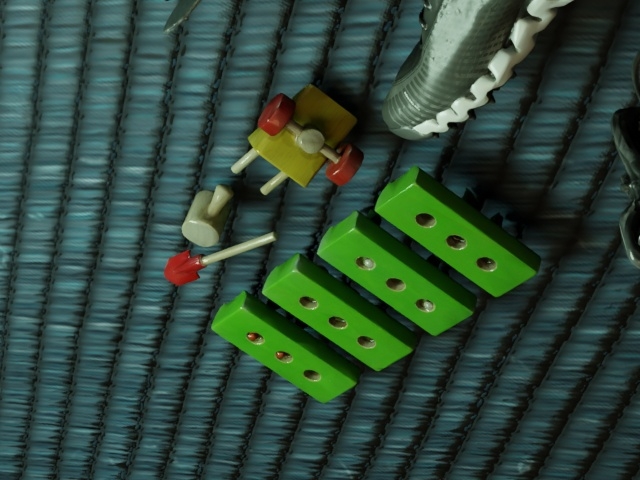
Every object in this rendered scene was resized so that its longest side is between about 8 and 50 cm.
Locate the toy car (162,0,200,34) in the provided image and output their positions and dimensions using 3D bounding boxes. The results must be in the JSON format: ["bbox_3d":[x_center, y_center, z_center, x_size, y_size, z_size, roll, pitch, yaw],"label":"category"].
[{"bbox_3d":[-0.050,-0.198,0.879,0.149,0.188,0.155,19,174,2],"label":"toy car"}]

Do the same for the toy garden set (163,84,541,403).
[{"bbox_3d":[0.000,0.000,1.224,0.204,0.049,0.244,35,138,-19],"label":"toy garden set"}]

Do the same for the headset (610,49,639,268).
[{"bbox_3d":[0.339,-0.083,0.877,0.394,0.185,0.243,-13,130,19],"label":"headset"}]

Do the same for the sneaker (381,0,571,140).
[{"bbox_3d":[0.088,-0.150,1.003,0.106,0.078,0.234,34,134,-11],"label":"sneaker"}]
